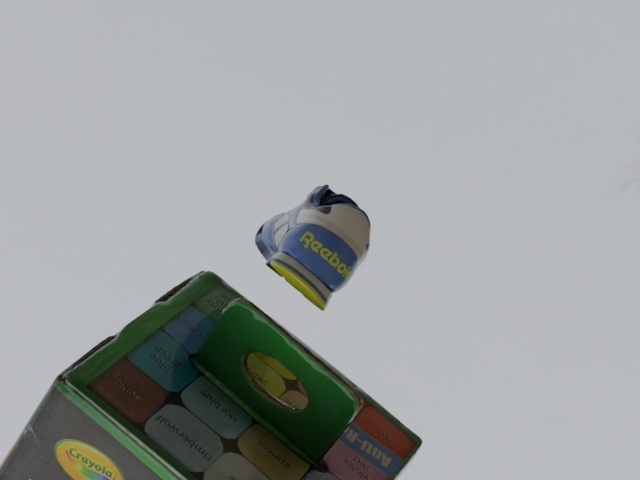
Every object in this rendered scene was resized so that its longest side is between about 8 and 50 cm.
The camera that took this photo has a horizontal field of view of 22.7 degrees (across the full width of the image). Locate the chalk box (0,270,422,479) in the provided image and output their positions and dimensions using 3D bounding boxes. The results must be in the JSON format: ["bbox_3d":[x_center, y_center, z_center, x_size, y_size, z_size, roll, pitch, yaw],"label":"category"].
[{"bbox_3d":[-0.075,0.150,0.936,0.180,0.289,0.179,40,-150,6],"label":"chalk box"}]

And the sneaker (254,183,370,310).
[{"bbox_3d":[0.000,0.000,0.915,0.053,0.144,0.059,37,-89,-12],"label":"sneaker"}]
